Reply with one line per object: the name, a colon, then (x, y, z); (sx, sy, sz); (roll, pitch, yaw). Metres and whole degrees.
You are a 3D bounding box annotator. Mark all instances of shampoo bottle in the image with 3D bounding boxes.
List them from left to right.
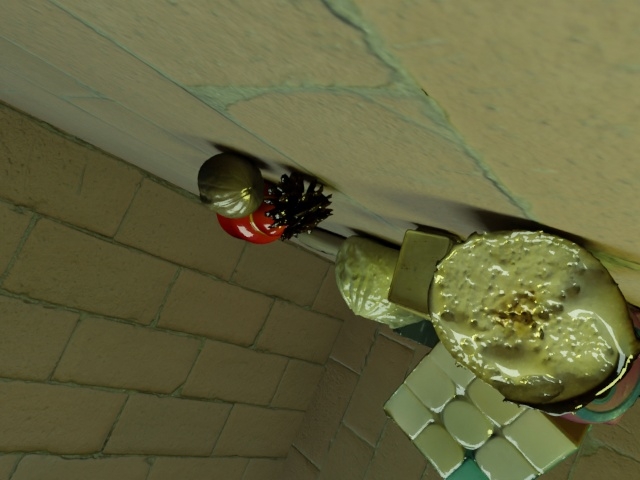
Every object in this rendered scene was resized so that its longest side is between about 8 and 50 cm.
shampoo bottle: (0.000, 0.000, 1.730); (0.257, 0.078, 0.127); (21, 176, 39)

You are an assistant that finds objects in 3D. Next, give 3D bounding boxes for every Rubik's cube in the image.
Rubik's cube: (0.439, 0.397, 1.179); (0.344, 0.346, 0.347); (-14, -127, -48)

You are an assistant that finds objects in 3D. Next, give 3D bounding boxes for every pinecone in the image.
pinecone: (-0.046, -0.068, 0.890); (0.120, 0.140, 0.140); (56, 175, 1)

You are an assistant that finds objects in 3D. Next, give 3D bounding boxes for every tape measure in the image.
tape measure: (0.459, 0.200, 0.818); (0.245, 0.231, 0.149); (29, 175, -15)

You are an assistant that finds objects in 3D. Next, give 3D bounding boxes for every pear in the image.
pear: (0.306, 0.084, 0.666); (0.267, 0.266, 0.178); (21, -153, 29)

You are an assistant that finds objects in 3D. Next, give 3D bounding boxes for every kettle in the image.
kettle: (0.343, 0.224, 1.597); (0.211, 0.243, 0.160); (23, 175, -24)

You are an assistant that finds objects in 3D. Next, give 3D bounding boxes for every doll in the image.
doll: (-0.172, -0.075, 1.190); (0.183, 0.160, 0.363); (36, 168, -38)

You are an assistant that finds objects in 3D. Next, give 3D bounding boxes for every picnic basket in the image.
picnic basket: (0.209, 0.064, 0.889); (0.079, 0.164, 0.115); (15, -178, -40)

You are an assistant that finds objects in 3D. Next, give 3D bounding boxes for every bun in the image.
bun: (0.193, 0.134, 1.388); (0.349, 0.227, 0.352); (23, 178, -24)

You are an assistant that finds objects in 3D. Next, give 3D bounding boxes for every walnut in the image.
walnut: (-0.188, -0.115, 0.980); (0.140, 0.140, 0.162); (26, -171, -36)

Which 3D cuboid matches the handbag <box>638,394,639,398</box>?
handbag: (0.735, 0.291, 1.119); (0.229, 0.126, 0.208); (32, 180, -14)
